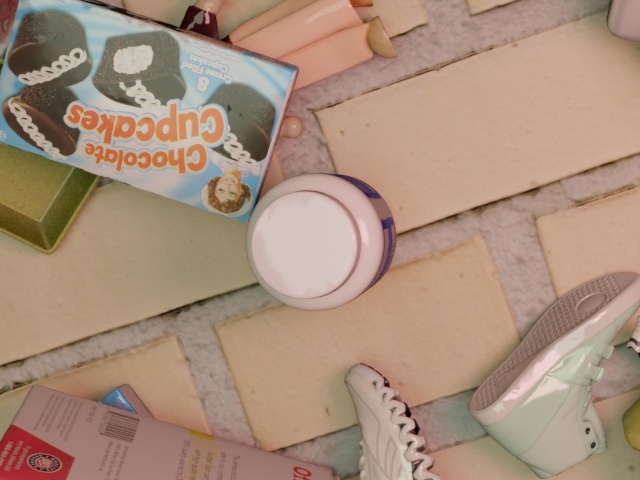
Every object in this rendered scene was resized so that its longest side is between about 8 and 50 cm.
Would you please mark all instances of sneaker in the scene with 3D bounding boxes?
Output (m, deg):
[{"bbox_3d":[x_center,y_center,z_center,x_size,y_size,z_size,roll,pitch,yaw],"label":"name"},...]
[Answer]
[{"bbox_3d":[0.389,0.127,1.567,0.109,0.040,0.043,35,84,-33],"label":"sneaker"},{"bbox_3d":[0.084,0.280,1.578,0.118,0.110,0.292,-26,70,2],"label":"sneaker"},{"bbox_3d":[0.307,0.160,1.587,0.256,0.094,0.151,-43,108,-5],"label":"sneaker"}]

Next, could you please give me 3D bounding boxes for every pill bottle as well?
[{"bbox_3d":[0.000,0.000,1.522,0.152,0.272,0.152,0,92,9],"label":"pill bottle"}]

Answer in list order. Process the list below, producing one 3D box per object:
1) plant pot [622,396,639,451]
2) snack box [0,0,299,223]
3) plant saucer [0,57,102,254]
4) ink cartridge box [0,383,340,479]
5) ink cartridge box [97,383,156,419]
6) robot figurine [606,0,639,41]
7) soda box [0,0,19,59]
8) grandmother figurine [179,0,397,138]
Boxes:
[{"bbox_3d":[0.483,0.188,1.483,0.254,0.276,0.276,-43,86,19],"label":"plant pot"},{"bbox_3d":[-0.204,-0.158,1.561,0.322,0.060,0.187,18,103,0],"label":"snack box"},{"bbox_3d":[-0.362,-0.104,1.654,0.188,0.045,0.188,30,98,-28],"label":"plant saucer"},{"bbox_3d":[-0.180,0.326,1.523,0.385,0.279,0.160,16,102,-4],"label":"ink cartridge box"},{"bbox_3d":[-0.265,0.250,1.684,0.122,0.052,0.088,-39,86,7],"label":"ink cartridge box"},{"bbox_3d":[0.497,-0.259,1.473,0.354,0.199,0.299,12,60,7],"label":"robot figurine"},{"bbox_3d":[-0.424,-0.207,1.667,0.083,0.092,0.263,34,96,8],"label":"soda box"},{"bbox_3d":[-0.094,-0.210,1.618,0.342,0.104,0.207,-26,80,6],"label":"grandmother figurine"}]
